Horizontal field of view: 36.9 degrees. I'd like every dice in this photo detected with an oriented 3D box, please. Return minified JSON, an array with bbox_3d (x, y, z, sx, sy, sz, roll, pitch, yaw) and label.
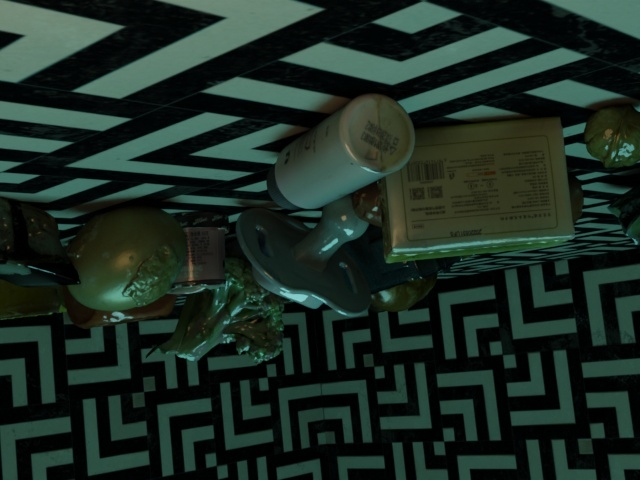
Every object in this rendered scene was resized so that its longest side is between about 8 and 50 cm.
[{"bbox_3d":[-0.382,0.076,1.839,0.179,0.174,0.175,1,169,-39],"label":"dice"}]

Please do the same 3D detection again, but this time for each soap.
[{"bbox_3d":[-0.612,0.084,1.872,0.233,0.135,0.076,-5,173,1],"label":"soap"}]

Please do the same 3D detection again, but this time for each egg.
[{"bbox_3d":[-0.307,0.030,1.521,0.201,0.164,0.164,-30,177,-10],"label":"egg"}]

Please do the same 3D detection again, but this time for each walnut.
[{"bbox_3d":[0.369,-0.129,1.186,0.092,0.092,0.092,-6,173,-1],"label":"walnut"}]

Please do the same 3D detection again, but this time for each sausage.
[{"bbox_3d":[0.247,-0.064,1.568,0.419,0.094,0.094,-3,-144,-24],"label":"sausage"}]

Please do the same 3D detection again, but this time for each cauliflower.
[{"bbox_3d":[-0.208,0.153,1.904,0.315,0.239,0.256,-43,-155,-19],"label":"cauliflower"}]

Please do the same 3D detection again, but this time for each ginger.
[{"bbox_3d":[0.160,0.070,2.081,0.172,0.165,0.321,33,-166,4],"label":"ginger"}]

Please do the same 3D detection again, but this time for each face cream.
[{"bbox_3d":[0.005,-0.089,1.144,0.092,0.092,0.311,-3,172,-22],"label":"face cream"}]

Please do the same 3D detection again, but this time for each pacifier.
[{"bbox_3d":[0.000,0.000,1.651,0.287,0.238,0.226,28,122,-30],"label":"pacifier"}]

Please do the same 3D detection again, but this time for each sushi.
[{"bbox_3d":[-0.474,-0.015,1.391,0.134,0.109,0.273,-5,160,32],"label":"sushi"}]

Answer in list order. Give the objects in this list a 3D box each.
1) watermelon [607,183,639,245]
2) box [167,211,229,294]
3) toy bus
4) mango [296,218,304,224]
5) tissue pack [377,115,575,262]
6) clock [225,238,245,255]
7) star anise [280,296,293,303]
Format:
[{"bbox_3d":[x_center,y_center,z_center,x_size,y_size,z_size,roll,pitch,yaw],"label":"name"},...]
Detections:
[{"bbox_3d":[0.656,-0.017,1.786,0.320,0.214,0.289,-16,178,-19],"label":"watermelon"},{"bbox_3d":[-0.233,0.026,1.717,0.151,0.135,0.151,-7,174,-1],"label":"box"},{"bbox_3d":[0.150,0.013,1.770,0.167,0.138,0.275,-22,178,-31],"label":"toy bus"},{"bbox_3d":[-0.083,0.012,1.881,0.119,0.100,0.178,-8,-179,-6],"label":"mango"},{"bbox_3d":[0.189,-0.063,1.226,0.234,0.159,0.125,-6,173,-1],"label":"tissue pack"},{"bbox_3d":[-0.084,0.052,2.149,0.295,0.113,0.322,-8,172,21],"label":"clock"},{"bbox_3d":[-0.205,0.122,2.379,0.288,0.088,0.288,21,-160,-8],"label":"star anise"}]
